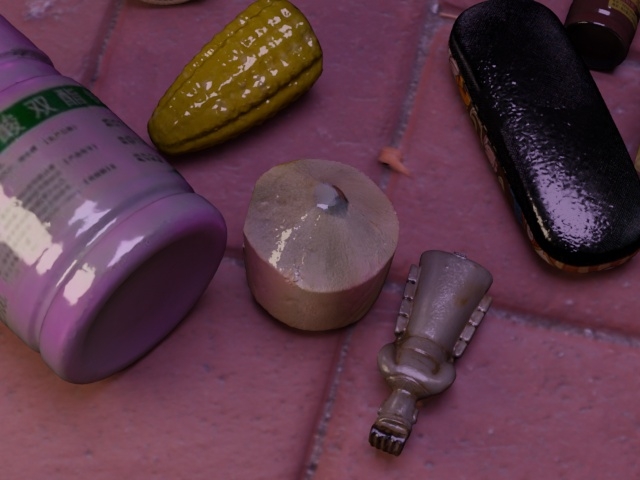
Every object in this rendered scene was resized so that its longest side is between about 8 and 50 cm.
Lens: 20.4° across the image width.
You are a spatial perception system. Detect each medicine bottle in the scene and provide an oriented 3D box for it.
[{"bbox_3d":[-0.265,-0.046,1.642,0.212,0.212,0.325,-38,69,-23],"label":"medicine bottle"}]

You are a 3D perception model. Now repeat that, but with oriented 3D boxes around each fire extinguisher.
[{"bbox_3d":[0.311,-0.306,1.920,0.106,0.075,0.252,18,60,7],"label":"fire extinguisher"}]

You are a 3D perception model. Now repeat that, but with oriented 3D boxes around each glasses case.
[{"bbox_3d":[0.227,-0.111,1.791,0.122,0.082,0.321,-13,61,-15],"label":"glasses case"}]

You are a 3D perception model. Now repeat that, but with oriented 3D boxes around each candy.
[{"bbox_3d":[-0.092,-0.154,1.792,0.199,0.094,0.106,-40,70,-16],"label":"candy"}]

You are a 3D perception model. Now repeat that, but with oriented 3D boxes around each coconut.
[{"bbox_3d":[0.000,0.000,1.667,0.147,0.153,0.147,1,61,-3],"label":"coconut"}]

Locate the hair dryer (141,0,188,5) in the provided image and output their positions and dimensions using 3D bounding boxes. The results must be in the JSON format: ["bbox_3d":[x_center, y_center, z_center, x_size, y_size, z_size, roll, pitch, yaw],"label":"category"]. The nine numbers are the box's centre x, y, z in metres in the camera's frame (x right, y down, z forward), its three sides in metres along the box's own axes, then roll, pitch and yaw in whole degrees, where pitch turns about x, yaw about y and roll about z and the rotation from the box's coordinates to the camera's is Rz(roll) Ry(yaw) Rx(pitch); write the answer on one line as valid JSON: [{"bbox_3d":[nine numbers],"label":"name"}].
[{"bbox_3d":[-0.294,-0.328,1.887,0.357,0.107,0.173,-8,57,-2],"label":"hair dryer"}]

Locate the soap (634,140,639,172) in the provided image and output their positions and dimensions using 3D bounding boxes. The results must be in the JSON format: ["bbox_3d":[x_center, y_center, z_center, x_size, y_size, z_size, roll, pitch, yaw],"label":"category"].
[{"bbox_3d":[0.441,-0.164,1.802,0.199,0.091,0.315,28,60,-14],"label":"soap"}]

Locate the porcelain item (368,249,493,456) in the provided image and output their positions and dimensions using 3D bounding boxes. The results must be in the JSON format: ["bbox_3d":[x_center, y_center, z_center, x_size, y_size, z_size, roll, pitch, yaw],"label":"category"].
[{"bbox_3d":[0.095,0.110,1.665,0.084,0.054,0.213,18,58,10],"label":"porcelain item"}]
